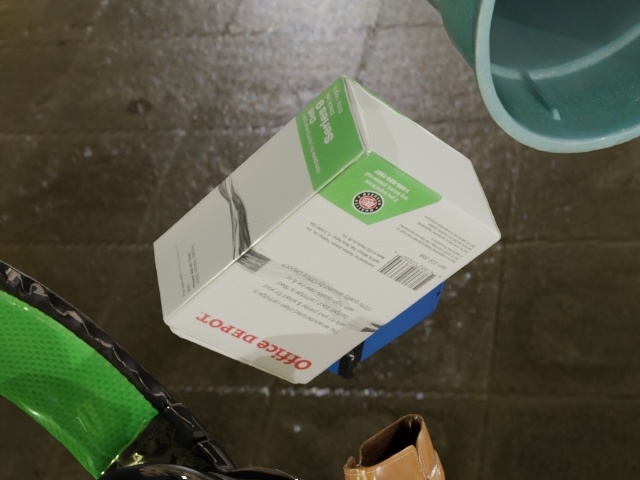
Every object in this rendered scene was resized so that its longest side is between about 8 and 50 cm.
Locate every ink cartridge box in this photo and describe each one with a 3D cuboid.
[{"bbox_3d":[0.000,0.000,1.292,0.289,0.211,0.121,-39,44,25],"label":"ink cartridge box"}]

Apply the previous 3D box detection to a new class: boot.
[{"bbox_3d":[0.104,0.273,1.215,0.109,0.220,0.283,-15,4,29],"label":"boot"}]

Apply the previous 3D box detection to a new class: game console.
[{"bbox_3d":[0.040,0.082,1.887,0.250,0.293,0.173,23,69,7],"label":"game console"}]

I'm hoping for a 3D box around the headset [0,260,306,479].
[{"bbox_3d":[-0.088,0.163,0.401,0.185,0.243,0.394,-48,70,18],"label":"headset"}]

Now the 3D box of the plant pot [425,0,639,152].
[{"bbox_3d":[0.181,-0.305,1.053,0.341,0.341,0.334,-27,50,-14],"label":"plant pot"}]
